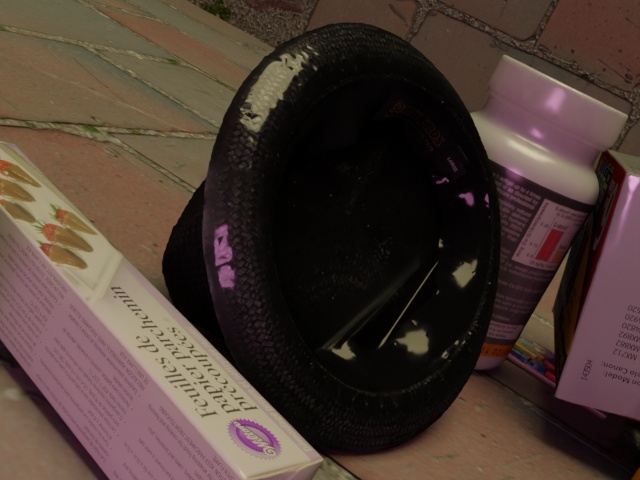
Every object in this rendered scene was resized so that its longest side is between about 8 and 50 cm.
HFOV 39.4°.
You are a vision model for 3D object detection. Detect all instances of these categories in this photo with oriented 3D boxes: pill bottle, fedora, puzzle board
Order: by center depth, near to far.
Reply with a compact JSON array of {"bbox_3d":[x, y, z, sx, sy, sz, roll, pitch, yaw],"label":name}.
[{"bbox_3d":[0.000,0.000,0.678,0.152,0.334,0.334,-7,-10,40],"label":"fedora"},{"bbox_3d":[0.171,-0.027,0.876,0.162,0.278,0.162,25,16,-8],"label":"pill bottle"},{"bbox_3d":[0.261,0.144,0.971,0.128,0.011,0.096,33,17,22],"label":"puzzle board"}]

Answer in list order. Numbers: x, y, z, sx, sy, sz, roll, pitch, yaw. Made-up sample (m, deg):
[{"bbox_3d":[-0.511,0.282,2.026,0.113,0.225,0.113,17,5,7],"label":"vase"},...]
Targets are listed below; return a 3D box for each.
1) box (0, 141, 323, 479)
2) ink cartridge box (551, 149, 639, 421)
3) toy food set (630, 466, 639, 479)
[{"bbox_3d":[-0.135,0.045,0.510,0.324,0.067,0.063,39,20,31],"label":"box"},{"bbox_3d":[0.308,0.064,0.879,0.130,0.271,0.309,16,12,11],"label":"ink cartridge box"},{"bbox_3d":[0.320,0.210,0.669,0.232,0.104,0.111,24,15,-8],"label":"toy food set"}]
